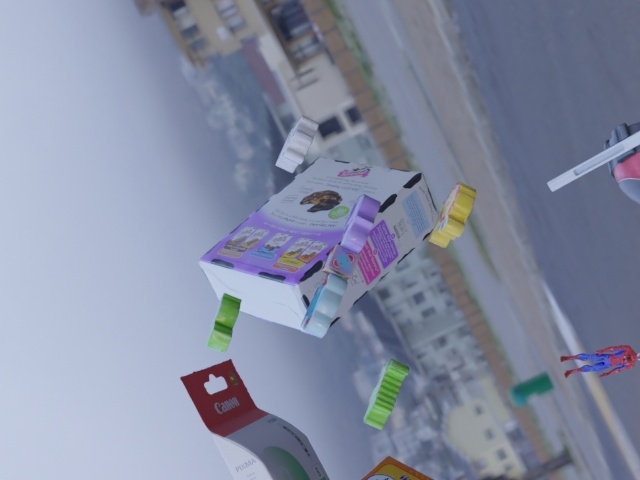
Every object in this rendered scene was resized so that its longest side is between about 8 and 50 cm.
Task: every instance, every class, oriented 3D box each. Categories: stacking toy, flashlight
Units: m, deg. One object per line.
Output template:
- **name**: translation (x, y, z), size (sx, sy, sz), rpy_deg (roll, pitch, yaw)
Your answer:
- **stacking toy**: translation (0.019, 0.022, 1.014), size (0.167, 0.221, 0.052), rpy_deg (24, 163, -8)
- **flashlight**: translation (0.425, 0.001, 1.484), size (0.103, 0.103, 0.304), rpy_deg (41, -142, -62)

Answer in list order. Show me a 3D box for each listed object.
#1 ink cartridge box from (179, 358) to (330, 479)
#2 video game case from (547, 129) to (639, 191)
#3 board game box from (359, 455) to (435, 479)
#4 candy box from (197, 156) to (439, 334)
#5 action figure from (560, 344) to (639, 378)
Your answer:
- **ink cartridge box**: translation (-0.075, 0.251, 1.561), size (0.225, 0.056, 0.181), rpy_deg (63, -165, 6)
- **video game case**: translation (0.258, -0.081, 1.030), size (0.122, 0.087, 0.011), rpy_deg (-32, 87, 51)
- **board game box**: translation (0.142, 0.620, 1.848), size (0.356, 0.356, 0.356), rpy_deg (20, 137, 48)
- **candy box**: translation (0.000, 0.000, 1.273), size (0.165, 0.196, 0.070), rpy_deg (13, 136, 48)
- **action figure**: translation (0.385, 0.164, 1.655), size (0.030, 0.115, 0.038), rpy_deg (-19, -85, -65)
